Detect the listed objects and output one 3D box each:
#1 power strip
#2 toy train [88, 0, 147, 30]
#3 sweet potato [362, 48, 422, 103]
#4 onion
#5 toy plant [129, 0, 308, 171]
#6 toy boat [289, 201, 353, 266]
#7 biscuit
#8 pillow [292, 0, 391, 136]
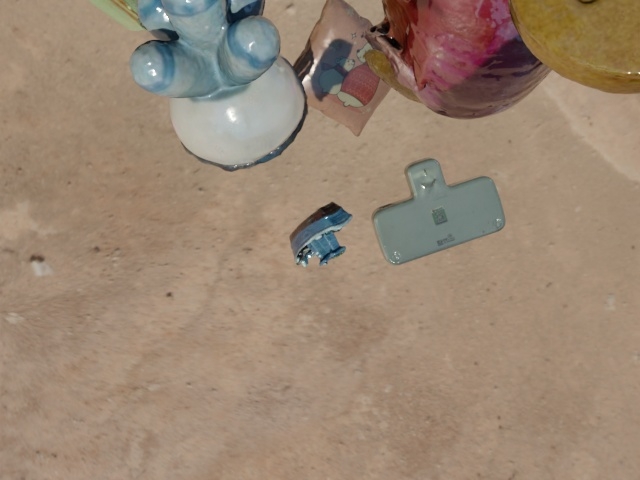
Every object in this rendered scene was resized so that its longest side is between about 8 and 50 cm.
[{"bbox_3d":[0.234,-0.074,1.563,0.265,0.059,0.193,-18,96,1],"label":"power strip"},{"bbox_3d":[-0.361,-0.450,1.325,0.177,0.285,0.116,12,86,20],"label":"toy train"},{"bbox_3d":[0.197,-0.246,1.112,0.092,0.341,0.114,-29,112,-30],"label":"sweet potato"},{"bbox_3d":[0.185,-0.293,0.744,0.286,0.347,0.347,-1,85,0],"label":"onion"},{"bbox_3d":[-0.159,-0.282,1.129,0.247,0.332,0.247,-4,65,9],"label":"toy plant"},{"bbox_3d":[0.000,0.000,0.957,0.060,0.137,0.060,-30,86,-34],"label":"toy boat"},{"bbox_3d":[0.158,-0.174,0.397,0.166,0.036,0.225,-5,73,10],"label":"biscuit"},{"bbox_3d":[0.052,-0.340,1.505,0.236,0.084,0.223,25,108,-33],"label":"pillow"}]
